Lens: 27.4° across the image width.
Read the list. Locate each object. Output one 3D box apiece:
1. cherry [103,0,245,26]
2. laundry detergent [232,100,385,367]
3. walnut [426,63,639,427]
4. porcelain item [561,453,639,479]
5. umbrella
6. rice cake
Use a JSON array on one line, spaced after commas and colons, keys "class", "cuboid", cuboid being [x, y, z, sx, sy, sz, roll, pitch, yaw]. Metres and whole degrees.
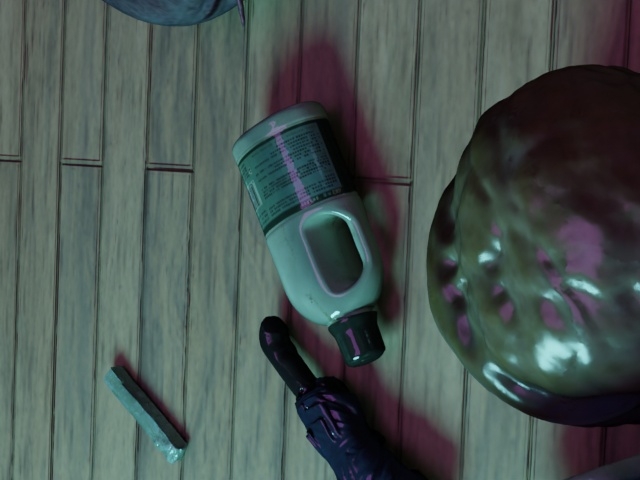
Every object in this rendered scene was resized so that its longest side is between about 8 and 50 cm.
[{"class": "cherry", "cuboid": [-0.127, -0.294, 1.142, 0.266, 0.183, 0.213, 27, 94, 47]}, {"class": "laundry detergent", "cuboid": [0.000, 0.000, 1.127, 0.099, 0.070, 0.226, -29, 74, 27]}, {"class": "walnut", "cuboid": [0.192, 0.004, 0.877, 0.248, 0.248, 0.248, 2, 92, 37]}, {"class": "porcelain item", "cuboid": [0.197, 0.224, 0.855, 0.286, 0.281, 0.157, -28, 72, 33]}, {"class": "umbrella", "cuboid": [0.021, 0.164, 1.132, 0.248, 0.071, 0.071, 51, 119, 32]}, {"class": "rice cake", "cuboid": [-0.172, 0.170, 1.294, 0.121, 0.021, 0.022, 45, 126, 26]}]
